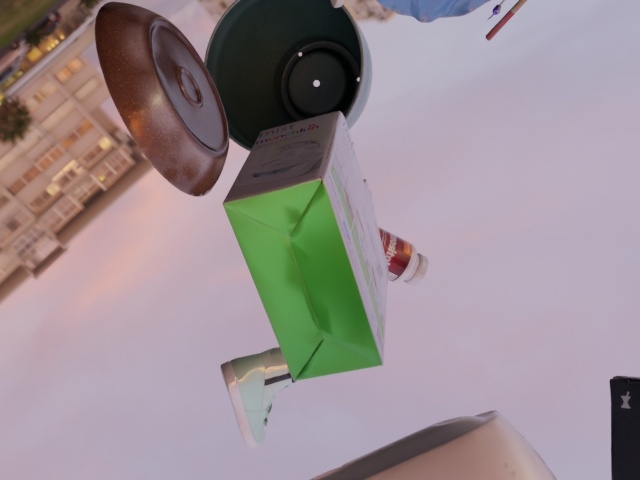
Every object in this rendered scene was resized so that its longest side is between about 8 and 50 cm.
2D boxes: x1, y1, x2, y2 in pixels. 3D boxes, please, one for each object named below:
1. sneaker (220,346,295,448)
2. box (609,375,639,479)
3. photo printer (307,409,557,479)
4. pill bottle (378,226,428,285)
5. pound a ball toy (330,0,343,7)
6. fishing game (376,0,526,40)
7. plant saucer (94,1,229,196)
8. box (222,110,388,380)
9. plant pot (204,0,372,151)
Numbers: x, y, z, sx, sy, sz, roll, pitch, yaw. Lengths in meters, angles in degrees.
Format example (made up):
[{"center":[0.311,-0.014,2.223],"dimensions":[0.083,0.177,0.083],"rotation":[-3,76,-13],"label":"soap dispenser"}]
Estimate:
[{"center":[-0.095,0.305,1.415],"dimensions":[0.151,0.255,0.094],"rotation":[-18,-134,-12],"label":"sneaker"},{"center":[0.636,0.291,0.954],"dimensions":[0.293,0.396,0.211],"rotation":[161,-66,-67],"label":"box"},{"center":[0.089,0.312,0.652],"dimensions":[0.308,0.255,0.107],"rotation":[-26,170,7],"label":"photo printer"},{"center":[0.130,0.029,1.423],"dimensions":[0.086,0.152,0.086],"rotation":[-52,-157,33],"label":"pill bottle"},{"center":[0.115,-0.408,0.891],"dimensions":[0.208,0.135,0.319],"rotation":[-11,166,-10],"label":"pound a ball toy"},{"center":[0.133,-0.302,0.763],"dimensions":[0.189,0.264,0.041],"rotation":[-46,-141,40],"label":"fishing game"},{"center":[-0.137,-0.139,0.697],"dimensions":[0.036,0.198,0.198],"rotation":[-21,-150,15],"label":"plant saucer"},{"center":[0.000,0.000,0.941],"dimensions":[0.127,0.261,0.231],"rotation":[-12,-153,13],"label":"box"},{"center":[-0.032,-0.290,1.306],"dimensions":[0.293,0.293,0.196],"rotation":[-31,172,21],"label":"plant pot"}]
